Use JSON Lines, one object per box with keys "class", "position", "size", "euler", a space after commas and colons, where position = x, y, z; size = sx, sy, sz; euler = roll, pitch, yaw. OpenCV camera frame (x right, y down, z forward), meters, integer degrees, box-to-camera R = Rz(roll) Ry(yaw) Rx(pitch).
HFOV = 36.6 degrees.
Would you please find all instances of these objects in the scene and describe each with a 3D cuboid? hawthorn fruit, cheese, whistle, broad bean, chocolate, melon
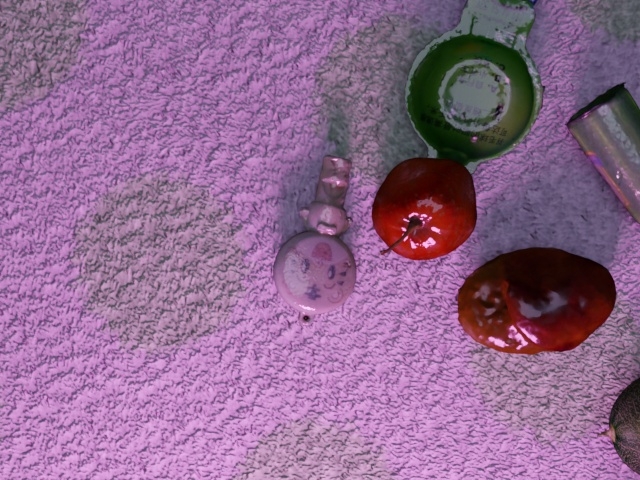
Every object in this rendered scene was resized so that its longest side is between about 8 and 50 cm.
{"class": "hawthorn fruit", "position": [0.145, -0.038, 1.370], "size": [0.163, 0.203, 0.162], "euler": [2, 104, 9]}
{"class": "cheese", "position": [0.241, -0.257, 1.428], "size": [0.204, 0.083, 0.320], "euler": [18, 93, 2]}
{"class": "whistle", "position": [0.000, 0.000, 1.446], "size": [0.126, 0.067, 0.258], "euler": [12, 87, -13]}
{"class": "broad bean", "position": [0.316, 0.088, 1.414], "size": [0.229, 0.122, 0.156], "euler": [-4, 93, -3]}
{"class": "chocolate", "position": [0.481, -0.084, 1.423], "size": [0.110, 0.110, 0.291], "euler": [-34, 93, 1]}
{"class": "melon", "position": [0.540, 0.266, 1.384], "size": [0.288, 0.182, 0.182], "euler": [-2, 91, -1]}
